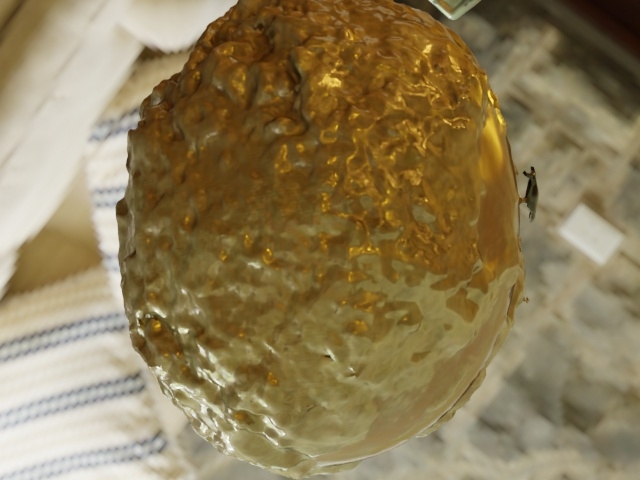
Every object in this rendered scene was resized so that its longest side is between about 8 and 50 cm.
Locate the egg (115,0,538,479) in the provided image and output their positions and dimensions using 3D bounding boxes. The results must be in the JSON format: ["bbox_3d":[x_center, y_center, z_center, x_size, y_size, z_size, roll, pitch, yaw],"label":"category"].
[{"bbox_3d":[0.000,0.000,1.187,0.279,0.279,0.310,-31,126,-75],"label":"egg"}]

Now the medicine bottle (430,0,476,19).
[{"bbox_3d":[0.129,-0.234,1.592,0.074,0.055,0.118,-50,178,22],"label":"medicine bottle"}]
